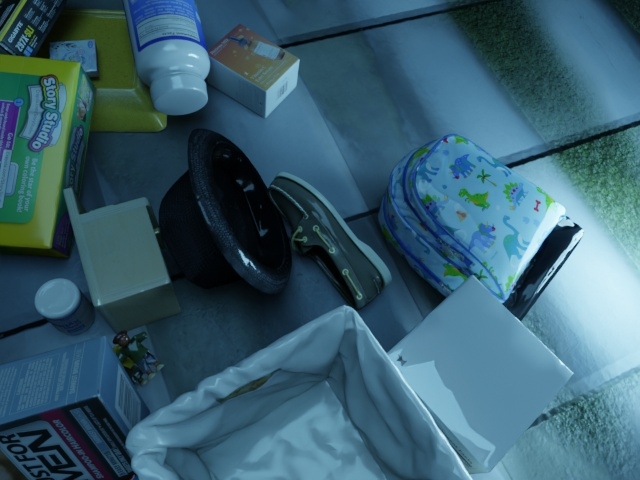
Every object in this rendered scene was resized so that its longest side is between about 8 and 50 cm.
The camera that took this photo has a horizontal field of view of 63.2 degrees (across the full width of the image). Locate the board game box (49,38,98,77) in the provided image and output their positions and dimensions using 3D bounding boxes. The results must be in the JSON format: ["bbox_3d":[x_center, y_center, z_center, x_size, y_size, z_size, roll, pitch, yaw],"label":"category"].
[{"bbox_3d":[-0.511,-0.375,1.077,0.090,0.020,0.090,-9,65,-11],"label":"board game box"}]

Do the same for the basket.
[{"bbox_3d":[-0.024,0.324,0.696,0.328,0.266,0.331,-28,71,-20],"label":"basket"}]

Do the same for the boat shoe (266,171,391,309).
[{"bbox_3d":[0.001,-0.001,0.991,0.305,0.109,0.091,46,67,3],"label":"boat shoe"}]

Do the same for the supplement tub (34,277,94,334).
[{"bbox_3d":[-0.432,0.114,0.884,0.071,0.107,0.071,3,63,-6],"label":"supplement tub"}]

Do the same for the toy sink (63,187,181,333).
[{"bbox_3d":[-0.342,0.019,0.920,0.131,0.153,0.234,-19,67,-16],"label":"toy sink"}]

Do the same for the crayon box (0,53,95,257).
[{"bbox_3d":[-0.613,-0.160,0.960,0.313,0.106,0.363,4,77,-7],"label":"crayon box"}]

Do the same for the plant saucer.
[{"bbox_3d":[-0.509,-0.397,1.145,0.332,0.081,0.333,-1,63,-9],"label":"plant saucer"}]

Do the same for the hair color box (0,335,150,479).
[{"bbox_3d":[-0.448,0.278,0.707,0.374,0.185,0.114,-15,37,-6],"label":"hair color box"}]

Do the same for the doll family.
[{"bbox_3d":[-0.359,0.229,0.854,0.111,0.076,0.193,45,60,-7],"label":"doll family"}]

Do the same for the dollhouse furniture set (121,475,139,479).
[{"bbox_3d":[-0.320,0.397,0.746,0.128,0.129,0.184,15,64,0],"label":"dollhouse furniture set"}]

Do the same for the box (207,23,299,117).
[{"bbox_3d":[-0.155,-0.386,1.182,0.170,0.091,0.130,33,64,8],"label":"box"}]

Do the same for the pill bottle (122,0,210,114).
[{"bbox_3d":[-0.317,-0.410,1.087,0.152,0.152,0.272,-12,79,-13],"label":"pill bottle"}]

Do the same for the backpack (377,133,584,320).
[{"bbox_3d":[0.284,-0.032,0.999,0.355,0.273,0.290,37,71,24],"label":"backpack"}]

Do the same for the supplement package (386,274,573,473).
[{"bbox_3d":[0.203,0.229,0.828,0.199,0.263,0.198,-37,74,-22],"label":"supplement package"}]

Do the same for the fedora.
[{"bbox_3d":[-0.186,-0.031,0.941,0.152,0.334,0.334,-28,66,16],"label":"fedora"}]

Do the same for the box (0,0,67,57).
[{"bbox_3d":[-0.652,-0.495,1.099,0.257,0.079,0.322,1,63,30],"label":"box"}]
